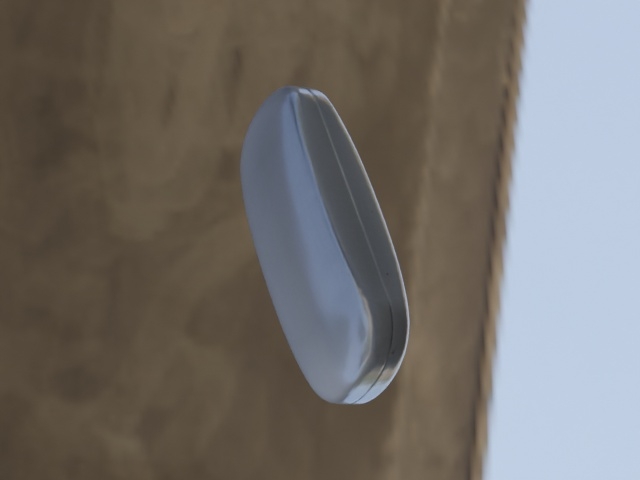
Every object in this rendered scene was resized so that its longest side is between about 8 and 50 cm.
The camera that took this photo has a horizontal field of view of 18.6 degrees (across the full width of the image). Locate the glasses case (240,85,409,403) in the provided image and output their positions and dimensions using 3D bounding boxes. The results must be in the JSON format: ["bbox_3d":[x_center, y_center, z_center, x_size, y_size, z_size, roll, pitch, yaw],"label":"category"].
[{"bbox_3d":[0.000,0.000,1.050,0.049,0.074,0.193,8,-134,-31],"label":"glasses case"}]
